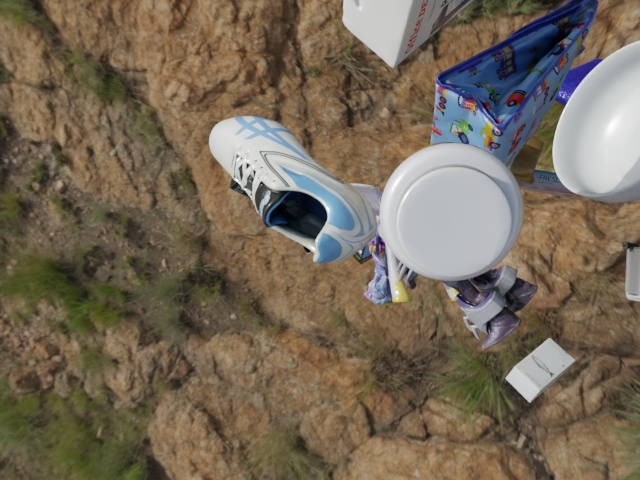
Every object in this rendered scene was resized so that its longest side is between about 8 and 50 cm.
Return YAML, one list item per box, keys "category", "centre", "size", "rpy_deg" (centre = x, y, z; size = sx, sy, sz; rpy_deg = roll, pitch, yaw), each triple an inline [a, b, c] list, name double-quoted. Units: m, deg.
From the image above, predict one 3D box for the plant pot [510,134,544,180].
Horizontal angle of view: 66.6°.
- category: "plant pot"
  centre: [0.532, -0.274, 1.489]
  size: [0.255, 0.237, 0.237]
  rpy_deg: [21, 104, 20]

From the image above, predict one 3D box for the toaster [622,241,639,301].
- category: "toaster"
  centre: [0.860, 0.086, 1.209]
  size: [0.227, 0.129, 0.146]
  rpy_deg: [7, 89, -3]

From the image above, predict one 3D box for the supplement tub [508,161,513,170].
- category: "supplement tub"
  centre: [0.445, -0.207, 1.331]
  size: [0.145, 0.144, 0.199]
  rpy_deg: [19, 101, 16]

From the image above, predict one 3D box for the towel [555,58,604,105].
- category: "towel"
  centre: [0.773, -0.387, 1.276]
  size: [0.308, 0.228, 0.076]
  rpy_deg: [49, 153, 44]

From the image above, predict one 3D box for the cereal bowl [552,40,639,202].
- category: "cereal bowl"
  centre: [0.665, -0.233, 1.017]
  size: [0.141, 0.339, 0.338]
  rpy_deg: [14, 104, -17]

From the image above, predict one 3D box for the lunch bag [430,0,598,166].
- category: "lunch bag"
  centre: [0.335, -0.244, 0.807]
  size: [0.293, 0.221, 0.138]
  rpy_deg: [-39, 67, -8]

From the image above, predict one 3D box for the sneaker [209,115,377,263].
- category: "sneaker"
  centre: [-0.048, -0.061, 0.502]
  size: [0.237, 0.086, 0.085]
  rpy_deg: [38, 131, 30]

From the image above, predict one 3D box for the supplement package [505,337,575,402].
- category: "supplement package"
  centre: [0.717, 0.423, 1.592]
  size: [0.105, 0.179, 0.105]
  rpy_deg: [47, 155, 30]

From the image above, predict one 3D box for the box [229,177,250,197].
- category: "box"
  centre: [-0.170, -0.185, 1.536]
  size: [0.147, 0.180, 0.077]
  rpy_deg: [-24, 50, 49]

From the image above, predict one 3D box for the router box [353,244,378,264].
- category: "router box"
  centre: [0.181, -0.020, 1.420]
  size: [0.046, 0.179, 0.133]
  rpy_deg: [46, 149, 26]

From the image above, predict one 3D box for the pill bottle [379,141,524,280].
- category: "pill bottle"
  centre: [0.119, -0.033, 0.457]
  size: [0.118, 0.215, 0.117]
  rpy_deg: [2, 102, 11]

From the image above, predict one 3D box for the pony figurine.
- category: "pony figurine"
  centre: [0.189, -0.029, 1.177]
  size: [0.351, 0.303, 0.363]
  rpy_deg: [-8, 78, 29]

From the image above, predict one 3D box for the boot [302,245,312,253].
- category: "boot"
  centre: [0.000, 0.000, 0.956]
  size: [0.042, 0.087, 0.118]
  rpy_deg: [5, 125, 38]

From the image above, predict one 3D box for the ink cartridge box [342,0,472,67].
- category: "ink cartridge box"
  centre: [0.147, -0.349, 0.581]
  size: [0.237, 0.172, 0.100]
  rpy_deg: [-42, 81, -9]

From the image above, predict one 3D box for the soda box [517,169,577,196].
- category: "soda box"
  centre: [0.719, -0.183, 1.542]
  size: [0.183, 0.058, 0.062]
  rpy_deg: [11, 89, 8]

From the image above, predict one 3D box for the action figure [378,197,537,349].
- category: "action figure"
  centre: [0.197, 0.030, 0.774]
  size: [0.285, 0.185, 0.099]
  rpy_deg: [43, 136, 5]
